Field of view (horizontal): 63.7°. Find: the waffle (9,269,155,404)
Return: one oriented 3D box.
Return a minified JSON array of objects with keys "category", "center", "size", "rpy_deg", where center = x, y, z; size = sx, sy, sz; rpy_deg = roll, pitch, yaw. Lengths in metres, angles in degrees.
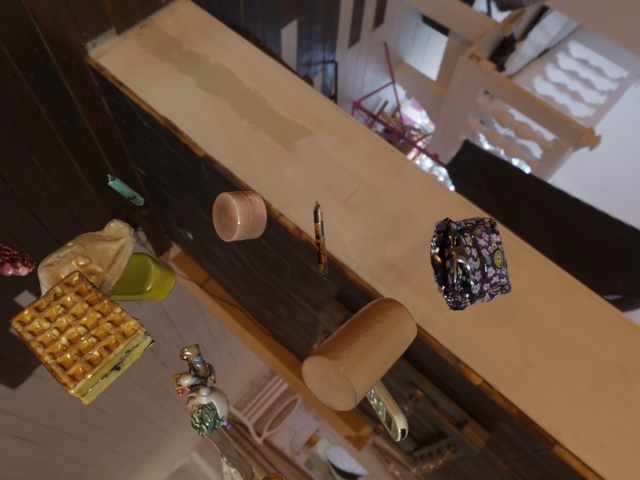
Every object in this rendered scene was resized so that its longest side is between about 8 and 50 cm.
[{"category":"waffle","center":[-0.575,0.219,1.242],"size":[0.213,0.308,0.091],"rpy_deg":[-44,149,-26]}]

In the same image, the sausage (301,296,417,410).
[{"category":"sausage","center":[0.085,0.200,0.970],"size":[0.253,0.123,0.123],"rpy_deg":[-34,158,-45]}]

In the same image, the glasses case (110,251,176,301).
[{"category":"glasses case","center":[-0.678,0.140,1.896],"size":[0.141,0.371,0.173],"rpy_deg":[34,59,-49]}]

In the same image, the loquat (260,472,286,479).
[{"category":"loquat","center":[-0.145,0.788,1.583],"size":[0.113,0.137,0.137],"rpy_deg":[-33,156,-45]}]

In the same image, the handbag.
[{"category":"handbag","center":[0.363,0.049,1.252],"size":[0.207,0.229,0.126],"rpy_deg":[-11,-177,-40]}]

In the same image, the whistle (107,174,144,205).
[{"category":"whistle","center":[-0.682,-0.174,1.802],"size":[0.039,0.039,0.186],"rpy_deg":[-48,157,-7]}]

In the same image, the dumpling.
[{"category":"dumpling","center":[-0.678,0.117,1.521],"size":[0.395,0.315,0.233],"rpy_deg":[-52,137,-18]}]

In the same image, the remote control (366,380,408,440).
[{"category":"remote control","center":[0.166,0.427,1.350],"size":[0.042,0.221,0.078],"rpy_deg":[-11,121,-20]}]

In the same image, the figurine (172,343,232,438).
[{"category":"figurine","center":[-0.507,0.635,2.169],"size":[0.186,0.382,0.261],"rpy_deg":[-21,159,-17]}]

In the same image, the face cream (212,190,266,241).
[{"category":"face cream","center":[-0.248,-0.075,1.575],"size":[0.104,0.149,0.149],"rpy_deg":[-8,138,-42]}]

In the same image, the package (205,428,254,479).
[{"category":"package","center":[-0.276,0.722,1.659],"size":[0.062,0.251,0.204],"rpy_deg":[-30,167,-9]}]

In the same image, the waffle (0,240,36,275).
[{"category":"waffle","center":[-0.991,0.050,1.562],"size":[0.234,0.221,0.055],"rpy_deg":[16,99,-37]}]

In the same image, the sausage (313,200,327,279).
[{"category":"sausage","center":[0.000,0.000,1.289],"size":[0.028,0.025,0.198],"rpy_deg":[-46,131,-80]}]
